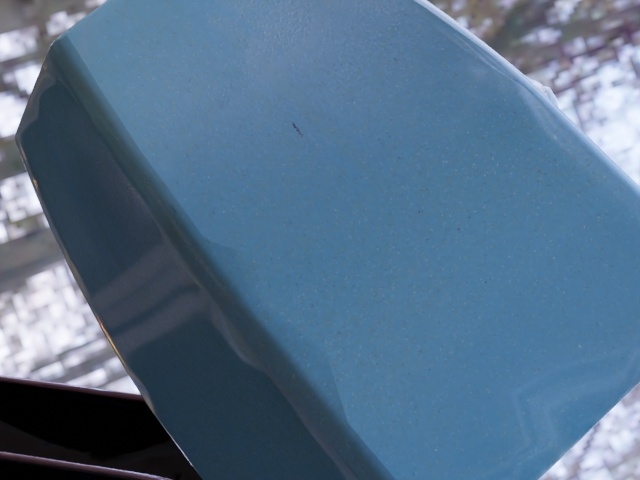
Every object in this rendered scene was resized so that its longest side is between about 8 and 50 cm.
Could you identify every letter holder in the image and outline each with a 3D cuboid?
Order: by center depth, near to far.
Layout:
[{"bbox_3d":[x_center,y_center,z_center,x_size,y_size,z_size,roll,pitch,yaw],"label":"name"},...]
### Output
[{"bbox_3d":[-0.244,0.186,1.619,0.302,0.214,0.152,6,-104,18],"label":"letter holder"}]

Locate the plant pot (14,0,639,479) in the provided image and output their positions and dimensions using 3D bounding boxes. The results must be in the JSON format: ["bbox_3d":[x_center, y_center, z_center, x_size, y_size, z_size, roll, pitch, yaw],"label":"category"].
[{"bbox_3d":[0.000,0.000,0.778,0.234,0.165,0.166,49,-24,3],"label":"plant pot"}]

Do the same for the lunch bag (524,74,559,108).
[{"bbox_3d":[0.052,-0.038,1.660,0.287,0.235,0.169,-15,-79,28],"label":"lunch bag"}]
